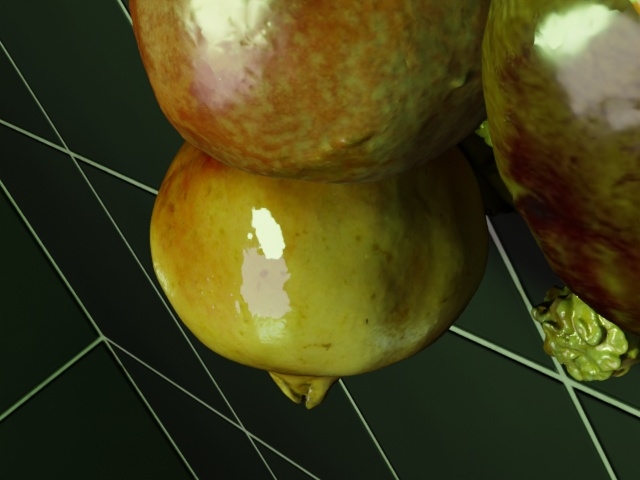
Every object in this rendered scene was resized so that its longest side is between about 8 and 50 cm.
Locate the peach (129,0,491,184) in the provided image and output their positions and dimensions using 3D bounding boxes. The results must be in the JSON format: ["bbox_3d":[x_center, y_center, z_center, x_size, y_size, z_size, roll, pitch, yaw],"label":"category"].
[{"bbox_3d":[0.010,-0.156,0.863,0.232,0.232,0.257,40,152,32],"label":"peach"}]

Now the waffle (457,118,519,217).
[{"bbox_3d":[0.071,-0.111,1.069,0.211,0.055,0.160,55,163,-10],"label":"waffle"}]

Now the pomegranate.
[{"bbox_3d":[-0.002,-0.006,1.040,0.209,0.209,0.209,45,161,19],"label":"pomegranate"}]

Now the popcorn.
[{"bbox_3d":[0.185,0.058,1.123,0.082,0.057,0.083,24,145,53],"label":"popcorn"}]

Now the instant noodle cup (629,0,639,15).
[{"bbox_3d":[0.209,-0.140,0.402,0.251,0.251,0.190,54,153,-10],"label":"instant noodle cup"}]

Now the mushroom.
[{"bbox_3d":[0.188,-0.078,0.651,0.267,0.267,0.254,147,119,-72],"label":"mushroom"}]
